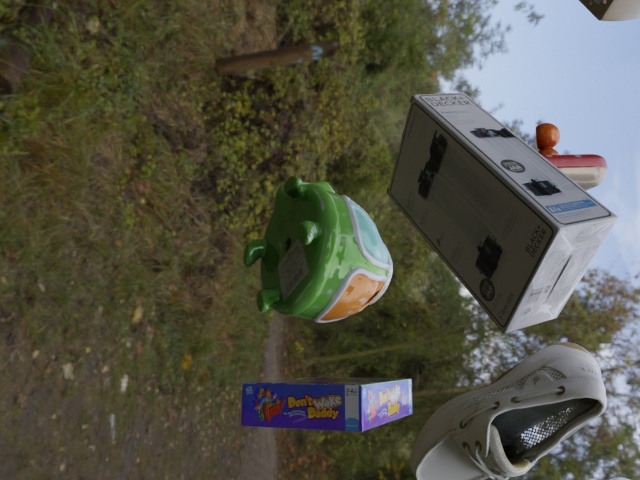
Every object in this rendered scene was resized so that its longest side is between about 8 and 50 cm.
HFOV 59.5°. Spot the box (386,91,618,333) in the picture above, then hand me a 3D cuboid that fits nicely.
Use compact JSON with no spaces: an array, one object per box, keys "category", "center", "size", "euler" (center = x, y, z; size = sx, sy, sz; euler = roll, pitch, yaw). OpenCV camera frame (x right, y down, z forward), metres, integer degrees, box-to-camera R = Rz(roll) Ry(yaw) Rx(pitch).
[{"category":"box","center":[0.205,-0.049,0.711],"size":[0.290,0.087,0.169],"euler":[-124,-148,-42]}]

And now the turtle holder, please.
[{"category":"turtle holder","center":[-0.005,0.019,1.073],"size":[0.320,0.228,0.243],"euler":[37,-73,60]}]

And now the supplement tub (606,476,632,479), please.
[{"category":"supplement tub","center":[0.406,0.534,0.805],"size":[0.338,0.207,0.207],"euler":[-56,-178,11]}]

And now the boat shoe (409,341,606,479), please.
[{"category":"boat shoe","center":[0.208,0.230,0.658],"size":[0.277,0.098,0.096],"euler":[-48,-172,25]}]

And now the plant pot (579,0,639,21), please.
[{"category":"plant pot","center":[0.545,-0.472,1.035],"size":[0.109,0.096,0.109],"euler":[60,-14,21]}]

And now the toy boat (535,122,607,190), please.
[{"category":"toy boat","center":[0.487,-0.180,1.208],"size":[0.151,0.231,0.151],"euler":[125,-37,-80]}]

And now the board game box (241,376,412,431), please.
[{"category":"board game box","center":[0.030,0.321,1.128],"size":[0.347,0.233,0.078],"euler":[27,61,-65]}]
